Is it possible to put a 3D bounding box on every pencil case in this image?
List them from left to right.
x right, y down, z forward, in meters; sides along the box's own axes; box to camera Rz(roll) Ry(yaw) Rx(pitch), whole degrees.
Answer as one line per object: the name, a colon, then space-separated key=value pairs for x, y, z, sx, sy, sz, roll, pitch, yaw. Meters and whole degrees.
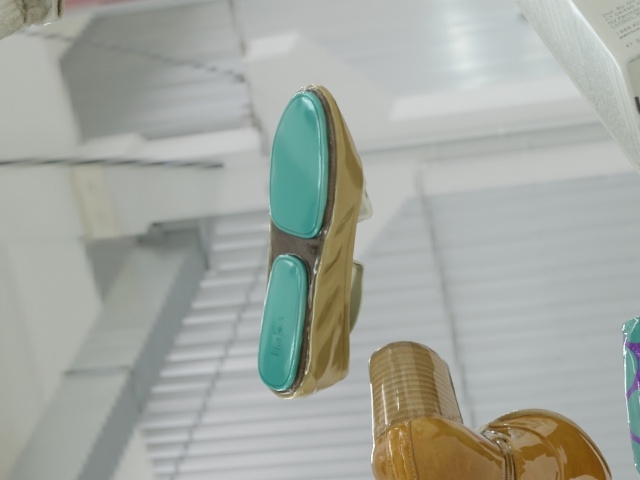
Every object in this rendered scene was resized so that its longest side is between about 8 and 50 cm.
pencil case: x=0.280 y=0.129 z=1.374 sx=0.064 sy=0.070 sz=0.151 roll=32 pitch=-128 yaw=-61

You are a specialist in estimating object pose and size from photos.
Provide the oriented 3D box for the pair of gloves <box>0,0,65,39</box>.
pair of gloves: x=-0.286 y=-0.245 z=1.291 sx=0.042 sy=0.204 sz=0.240 roll=32 pitch=-129 yaw=-67

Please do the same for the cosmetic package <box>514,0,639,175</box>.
cosmetic package: x=0.237 y=-0.188 z=1.355 sx=0.309 sy=0.113 sz=0.160 roll=-114 pitch=-2 yaw=-46

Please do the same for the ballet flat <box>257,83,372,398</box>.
ballet flat: x=0.000 y=0.000 z=1.243 sx=0.073 sy=0.080 sz=0.232 roll=-5 pitch=-70 yaw=-38

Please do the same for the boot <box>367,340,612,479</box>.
boot: x=0.134 y=0.214 z=1.234 sx=0.295 sy=0.104 sz=0.211 roll=35 pitch=-147 yaw=-41
